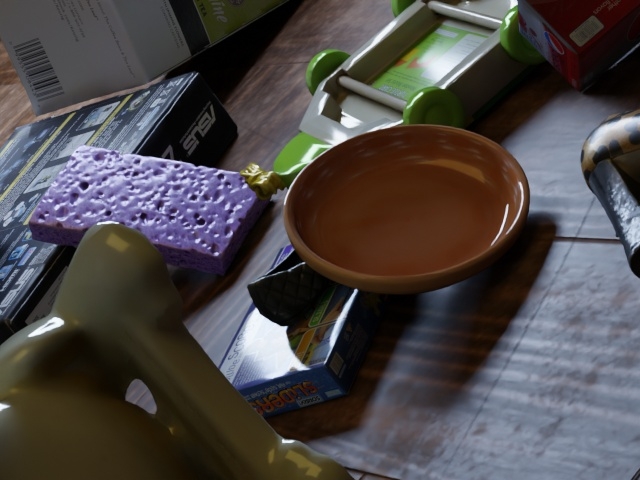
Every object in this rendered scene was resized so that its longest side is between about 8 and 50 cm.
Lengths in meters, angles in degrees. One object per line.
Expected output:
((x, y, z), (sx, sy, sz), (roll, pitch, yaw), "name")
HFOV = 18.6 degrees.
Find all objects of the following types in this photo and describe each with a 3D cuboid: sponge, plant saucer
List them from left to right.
((-0.165, -0.031, 1.899), (0.210, 0.031, 0.117), (11, 47, 19), "sponge")
((0.071, -0.021, 1.582), (0.200, 0.037, 0.200), (-6, 40, 5), "plant saucer")

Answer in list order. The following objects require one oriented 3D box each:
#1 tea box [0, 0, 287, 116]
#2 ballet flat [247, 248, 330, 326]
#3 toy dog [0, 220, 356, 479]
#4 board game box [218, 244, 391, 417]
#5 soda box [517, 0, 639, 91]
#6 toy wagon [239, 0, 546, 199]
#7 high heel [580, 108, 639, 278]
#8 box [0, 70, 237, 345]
((-0.230, -0.367, 2.264), (0.220, 0.329, 0.323), (-11, 17, 45), "tea box")
((0.000, 0.000, 1.622), (0.057, 0.049, 0.173), (-9, 35, 45), "ballet flat")
((-0.246, 0.227, 1.285), (0.408, 0.285, 0.395), (-35, 1, -39), "toy dog")
((-0.008, 0.063, 1.626), (0.136, 0.035, 0.201), (-18, 30, 36), "board game box")
((0.292, -0.251, 1.677), (0.263, 0.083, 0.092), (-40, -19, -5), "soda box")
((0.074, -0.144, 1.849), (0.344, 0.068, 0.267), (-42, 24, -8), "toy wagon")
((0.301, -0.104, 1.420), (0.261, 0.093, 0.186), (-40, 29, 17), "high heel")
((-0.302, 0.002, 2.071), (0.318, 0.097, 0.395), (-12, 35, 41), "box")
